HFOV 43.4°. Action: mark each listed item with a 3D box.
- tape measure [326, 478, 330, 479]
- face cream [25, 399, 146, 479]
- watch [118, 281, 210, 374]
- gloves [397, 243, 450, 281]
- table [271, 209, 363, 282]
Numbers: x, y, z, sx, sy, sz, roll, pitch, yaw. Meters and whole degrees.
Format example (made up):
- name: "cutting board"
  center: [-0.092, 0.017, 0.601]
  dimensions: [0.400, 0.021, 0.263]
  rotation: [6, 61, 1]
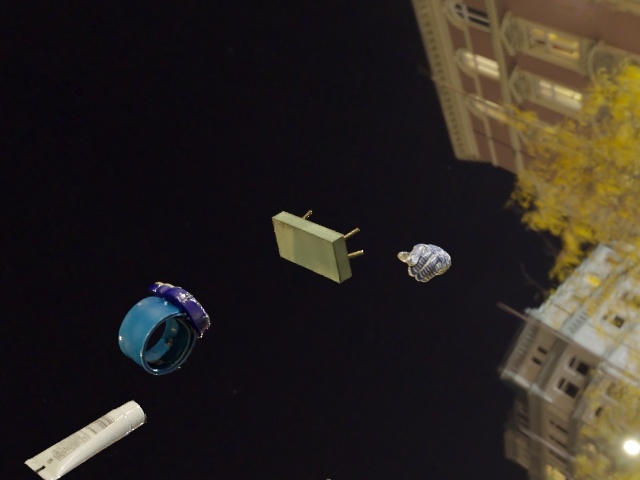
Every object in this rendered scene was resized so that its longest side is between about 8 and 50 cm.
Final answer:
- name: "tape measure"
  center: [-0.029, 0.605, 1.827]
  dimensions: [0.164, 0.084, 0.330]
  rotation: [-35, -19, 1]
- name: "face cream"
  center: [-0.465, 0.405, 1.629]
  dimensions: [0.244, 0.092, 0.058]
  rotation: [-27, -56, -41]
- name: "watch"
  center: [-0.377, 0.220, 1.932]
  dimensions: [0.200, 0.171, 0.196]
  rotation: [-43, -49, -29]
- name: "gloves"
  center: [0.291, 0.056, 2.228]
  dimensions: [0.229, 0.119, 0.097]
  rotation: [-13, -65, -61]
- name: "table"
  center: [0.000, 0.000, 2.058]
  dimensions: [0.111, 0.240, 0.121]
  rotation: [-30, -56, -31]
